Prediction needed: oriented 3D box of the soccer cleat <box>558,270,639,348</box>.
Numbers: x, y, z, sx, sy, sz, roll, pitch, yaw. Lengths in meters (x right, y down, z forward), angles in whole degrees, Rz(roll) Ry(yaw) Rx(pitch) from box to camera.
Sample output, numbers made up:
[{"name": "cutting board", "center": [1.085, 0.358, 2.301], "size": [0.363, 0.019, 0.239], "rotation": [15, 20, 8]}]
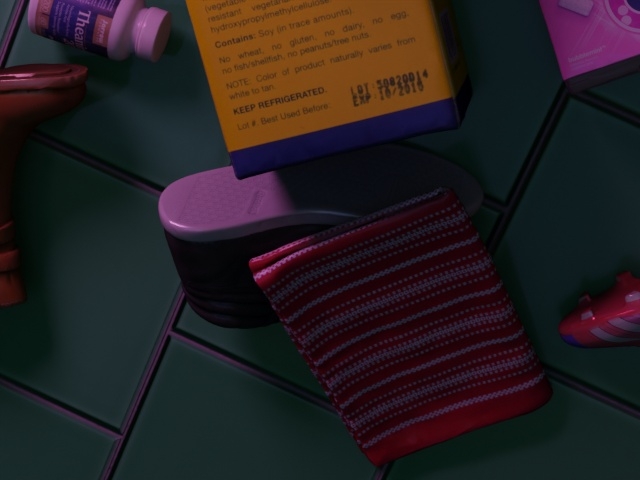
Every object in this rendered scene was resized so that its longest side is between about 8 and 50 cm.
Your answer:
[{"name": "soccer cleat", "center": [0.340, 0.063, 1.267], "size": [0.248, 0.083, 0.095], "rotation": [-21, 103, 10]}]

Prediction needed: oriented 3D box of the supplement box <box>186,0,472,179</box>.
[{"name": "supplement box", "center": [-0.008, -0.256, 1.190], "size": [0.194, 0.195, 0.356], "rotation": [-12, 101, 11]}]

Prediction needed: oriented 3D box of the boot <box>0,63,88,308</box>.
[{"name": "boot", "center": [-0.318, -0.041, 1.331], "size": [0.284, 0.109, 0.220], "rotation": [-15, 99, 14]}]

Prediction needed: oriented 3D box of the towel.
[{"name": "towel", "center": [0.079, 0.087, 1.279], "size": [0.199, 0.031, 0.275], "rotation": [-21, 126, 13]}]

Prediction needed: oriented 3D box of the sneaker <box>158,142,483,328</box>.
[{"name": "sneaker", "center": [0.000, 0.000, 1.305], "size": [0.296, 0.104, 0.147], "rotation": [-7, 137, -11]}]

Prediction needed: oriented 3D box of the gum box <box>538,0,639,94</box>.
[{"name": "gum box", "center": [0.285, -0.209, 1.204], "size": [0.188, 0.062, 0.107], "rotation": [-18, 79, 13]}]

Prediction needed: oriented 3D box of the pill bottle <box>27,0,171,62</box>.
[{"name": "pill bottle", "center": [-0.202, -0.204, 1.298], "size": [0.120, 0.067, 0.067], "rotation": [18, 105, 5]}]
